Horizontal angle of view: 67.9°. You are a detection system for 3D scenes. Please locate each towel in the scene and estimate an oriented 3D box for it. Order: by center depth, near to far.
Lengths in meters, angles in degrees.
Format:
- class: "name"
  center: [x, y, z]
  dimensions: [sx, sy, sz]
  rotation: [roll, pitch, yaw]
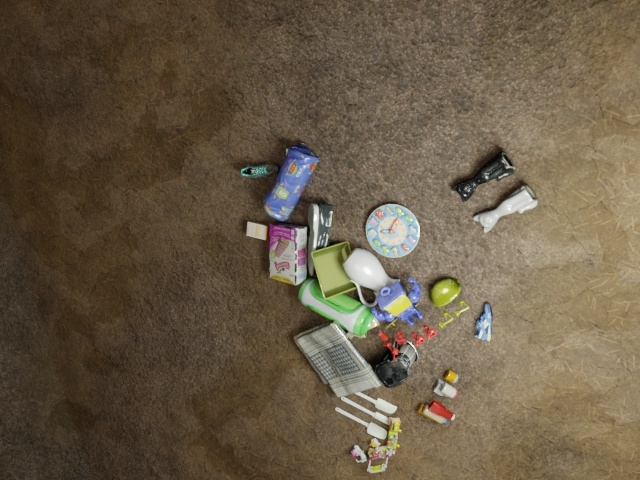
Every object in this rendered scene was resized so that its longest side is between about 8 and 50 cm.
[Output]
- class: "towel"
  center: [0.052, 0.478, 1.890]
  dimensions: [0.312, 0.056, 0.324]
  rotation: [53, 141, -3]

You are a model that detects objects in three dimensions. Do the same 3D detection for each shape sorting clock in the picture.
- class: "shape sorting clock"
  center: [0.269, -0.035, 1.785]
  dimensions: [0.206, 0.040, 0.207]
  rotation: [5, 103, 23]

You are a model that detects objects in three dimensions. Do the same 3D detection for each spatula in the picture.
- class: "spatula"
  center: [0.182, 0.711, 1.985]
  dimensions: [0.241, 0.019, 0.168]
  rotation: [21, 110, 17]

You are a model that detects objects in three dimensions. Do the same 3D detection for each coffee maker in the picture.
- class: "coffee maker"
  center: [0.280, 0.482, 1.809]
  dimensions: [0.120, 0.178, 0.171]
  rotation: [38, 112, 13]

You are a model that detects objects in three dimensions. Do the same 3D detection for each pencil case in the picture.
- class: "pencil case"
  center: [-0.121, -0.230, 1.868]
  dimensions: [0.133, 0.119, 0.306]
  rotation: [28, 111, -2]

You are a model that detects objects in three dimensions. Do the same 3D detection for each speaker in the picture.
- class: "speaker"
  center: [0.058, 0.257, 1.863]
  dimensions: [0.296, 0.131, 0.131]
  rotation: [26, 110, 29]

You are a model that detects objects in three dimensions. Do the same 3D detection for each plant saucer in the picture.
- class: "plant saucer"
  center: [0.052, 0.115, 1.845]
  dimensions: [0.045, 0.188, 0.188]
  rotation: [-16, 90, 56]

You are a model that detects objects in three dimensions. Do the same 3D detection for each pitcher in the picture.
- class: "pitcher"
  center: [0.172, 0.144, 1.820]
  dimensions: [0.207, 0.125, 0.178]
  rotation: [41, 111, 0]

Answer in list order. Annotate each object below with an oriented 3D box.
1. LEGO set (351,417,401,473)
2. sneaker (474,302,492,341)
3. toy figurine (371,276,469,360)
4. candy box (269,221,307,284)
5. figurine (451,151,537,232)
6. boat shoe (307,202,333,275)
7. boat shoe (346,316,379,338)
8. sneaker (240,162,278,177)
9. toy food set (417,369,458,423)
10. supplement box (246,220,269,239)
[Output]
- class: "LEGO set"
  center: [0.250, 0.844, 1.920]
  dimensions: [0.132, 0.107, 0.287]
  rotation: [40, 119, -1]
- class: "sneaker"
  center: [0.586, 0.293, 1.709]
  dimensions: [0.059, 0.053, 0.144]
  rotation: [6, 102, 24]
- class: "toy figurine"
  center: [0.309, 0.227, 1.691]
  dimensions: [0.362, 0.191, 0.217]
  rotation: [-39, 116, 18]
- class: "candy box"
  center: [-0.133, 0.050, 1.935]
  dimensions: [0.159, 0.071, 0.234]
  rotation: [10, 106, 41]
- class: "figurine"
  center: [0.583, -0.153, 1.609]
  dimensions: [0.209, 0.092, 0.215]
  rotation: [-36, 86, 33]
- class: "boat shoe"
  center: [0.000, 0.000, 1.874]
  dimensions: [0.091, 0.114, 0.303]
  rotation: [-2, 118, -15]
- class: "boat shoe"
  center: [0.164, 0.362, 1.898]
  dimensions: [0.170, 0.063, 0.059]
  rotation: [-42, 77, 24]
- class: "sneaker"
  center: [-0.253, -0.281, 1.939]
  dimensions: [0.166, 0.076, 0.065]
  rotation: [-4, 100, 24]
- class: "toy food set"
  center: [0.470, 0.609, 1.795]
  dimensions: [0.104, 0.111, 0.232]
  rotation: [30, 110, 2]
- class: "supplement box"
  center: [-0.261, -0.043, 2.013]
  dimensions: [0.098, 0.036, 0.062]
  rotation: [14, 106, 20]
